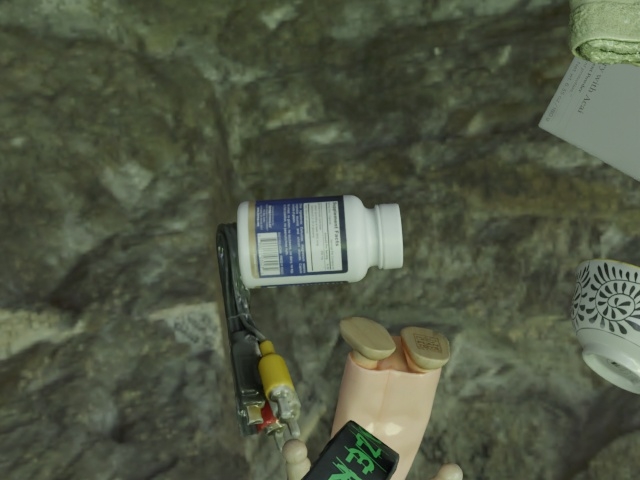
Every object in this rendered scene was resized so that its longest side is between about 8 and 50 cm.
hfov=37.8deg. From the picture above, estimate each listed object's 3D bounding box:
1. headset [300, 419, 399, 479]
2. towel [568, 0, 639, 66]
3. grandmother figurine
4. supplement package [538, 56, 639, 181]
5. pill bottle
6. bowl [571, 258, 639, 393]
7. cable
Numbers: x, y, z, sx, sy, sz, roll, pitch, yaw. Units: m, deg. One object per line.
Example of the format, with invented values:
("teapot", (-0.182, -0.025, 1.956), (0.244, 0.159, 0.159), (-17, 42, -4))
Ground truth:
("headset", (-0.052, 0.317, 0.685), (0.185, 0.394, 0.243), (37, -167, 9))
("towel", (0.245, -0.171, 0.661), (0.148, 0.110, 0.027), (2, 156, -2))
("grandmother figurine", (0.056, 0.260, 1.051), (0.208, 0.342, 0.104), (14, -160, -2))
("supplement package", (0.456, -0.143, 1.147), (0.175, 0.177, 0.293), (12, -160, -42))
("pill bottle", (0.000, 0.000, 0.994), (0.169, 0.094, 0.094), (-3, -170, 0))
("bowl", (0.310, 0.099, 0.924), (0.080, 0.170, 0.170), (-54, -153, -13))
("cable", (-0.077, 0.117, 1.127), (0.072, 0.287, 0.139), (-4, 145, -12))
